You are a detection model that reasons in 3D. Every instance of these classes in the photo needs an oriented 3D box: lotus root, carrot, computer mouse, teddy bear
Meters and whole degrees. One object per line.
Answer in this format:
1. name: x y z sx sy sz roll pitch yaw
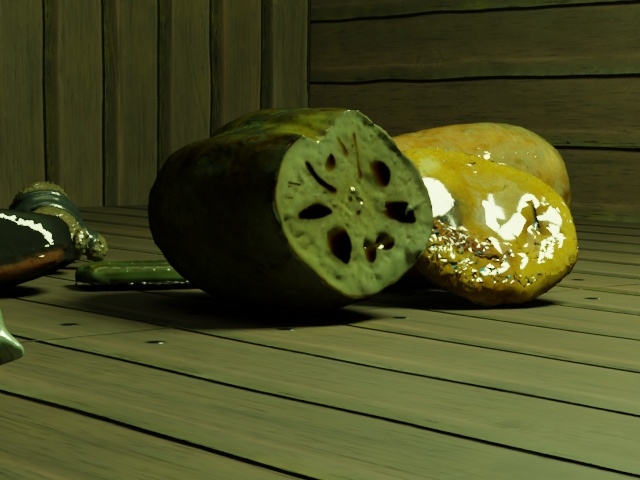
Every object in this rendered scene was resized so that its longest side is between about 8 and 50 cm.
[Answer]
1. lotus root: -0.060 -0.033 1.848 0.250 0.250 0.346 -3 5 -37
2. carrot: 0.177 -0.053 2.165 0.341 0.224 0.224 -2 5 -33
3. computer mouse: -0.457 0.012 1.950 0.323 0.116 0.183 6 -1 -37
4. teddy bear: -0.408 -0.022 2.310 0.182 0.129 0.251 -3 5 -19

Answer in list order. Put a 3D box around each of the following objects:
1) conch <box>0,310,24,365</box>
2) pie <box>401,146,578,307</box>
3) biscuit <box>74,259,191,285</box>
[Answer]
1. conch: -0.282 0.083 1.154 0.114 0.137 0.234 26 11 -6
2. pie: 0.188 -0.024 1.945 0.273 0.069 0.273 11 43 -10
3. biscuit: -0.165 0.042 2.108 0.322 0.038 0.099 -1 2 -21
